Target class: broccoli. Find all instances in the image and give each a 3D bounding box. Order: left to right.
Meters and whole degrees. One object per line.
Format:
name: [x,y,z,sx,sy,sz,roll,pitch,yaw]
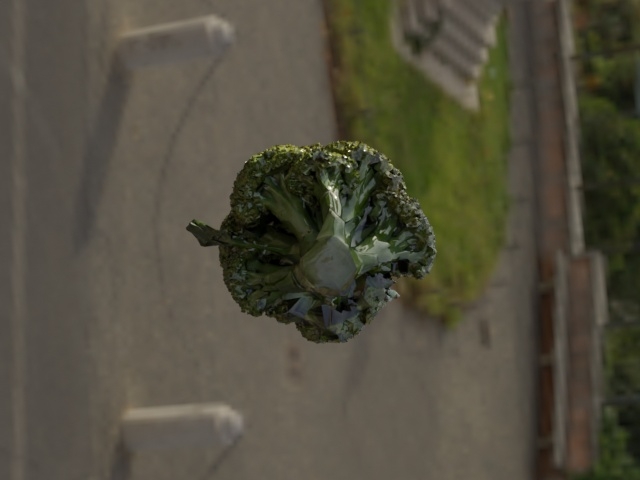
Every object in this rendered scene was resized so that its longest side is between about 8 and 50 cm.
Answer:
broccoli: [0.000,0.000,1.059,0.131,0.130,0.120,56,3,-18]
